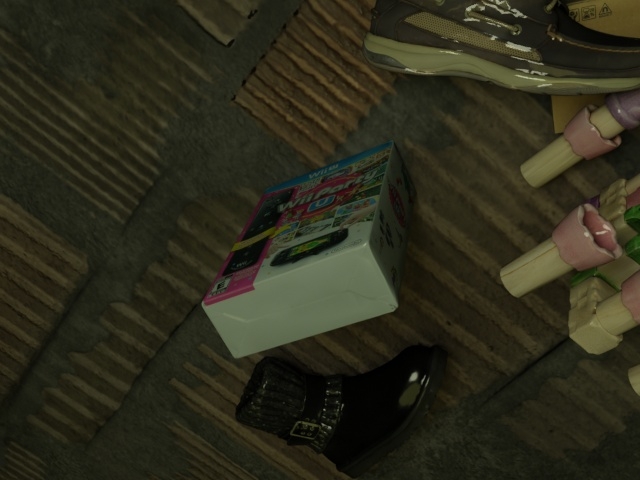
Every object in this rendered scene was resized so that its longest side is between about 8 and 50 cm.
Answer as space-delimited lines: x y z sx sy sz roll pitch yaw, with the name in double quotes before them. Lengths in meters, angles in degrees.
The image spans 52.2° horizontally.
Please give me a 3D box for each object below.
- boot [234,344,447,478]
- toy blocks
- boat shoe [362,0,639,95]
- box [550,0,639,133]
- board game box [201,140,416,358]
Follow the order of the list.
"boot" 0.024 0.252 1.102 0.260 0.131 0.348 32 121 -6
"toy blocks" 0.417 -0.011 0.753 0.309 0.288 0.260 39 133 -11
"boat shoe" 0.222 -0.249 0.759 0.355 0.132 0.130 11 115 15
"box" 0.387 -0.227 0.812 0.201 0.021 0.164 -8 117 16
"board game box" 0.000 0.000 0.862 0.224 0.303 0.097 -19 113 21
